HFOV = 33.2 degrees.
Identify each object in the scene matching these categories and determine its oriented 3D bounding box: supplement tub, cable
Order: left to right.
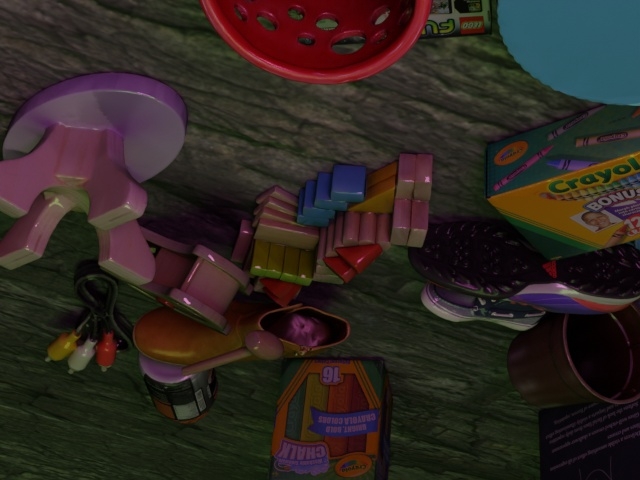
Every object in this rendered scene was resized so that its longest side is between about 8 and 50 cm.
[{"bbox_3d":[-0.345,0.135,1.693,0.140,0.072,0.287,10,149,-18],"label":"cable"},{"bbox_3d":[-0.232,0.225,1.780,0.117,0.117,0.190,4,149,3],"label":"supplement tub"}]

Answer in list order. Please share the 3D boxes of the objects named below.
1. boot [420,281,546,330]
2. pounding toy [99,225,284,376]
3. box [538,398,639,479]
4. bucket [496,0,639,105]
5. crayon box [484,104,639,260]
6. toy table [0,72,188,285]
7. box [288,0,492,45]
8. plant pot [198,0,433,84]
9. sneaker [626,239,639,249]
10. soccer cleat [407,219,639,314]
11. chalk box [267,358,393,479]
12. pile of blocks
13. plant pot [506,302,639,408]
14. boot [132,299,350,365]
[{"bbox_3d":[0.241,0.072,1.512,0.190,0.069,0.086,9,142,-21],"label":"boot"},{"bbox_3d":[-0.186,0.086,1.418,0.270,0.154,0.154,23,168,28],"label":"pounding toy"},{"bbox_3d":[0.526,0.436,1.733,0.212,0.395,0.293,20,146,-21],"label":"box"},{"bbox_3d":[0.259,-0.252,0.856,0.281,0.183,0.281,4,149,3],"label":"bucket"},{"bbox_3d":[0.348,-0.077,1.224,0.278,0.081,0.165,-17,142,33],"label":"crayon box"},{"bbox_3d":[-0.284,-0.069,1.268,0.252,0.160,0.274,26,144,-29],"label":"toy table"},{"bbox_3d":[0.060,-0.243,1.044,0.207,0.036,0.114,-1,148,11],"label":"box"},{"bbox_3d":[0.003,-0.253,0.886,0.191,0.174,0.191,5,137,5],"label":"plant pot"},{"bbox_3d":[0.423,-0.006,1.350,0.144,0.059,0.053,-3,150,17],"label":"sneaker"},{"bbox_3d":[0.268,0.049,1.428,0.318,0.108,0.116,6,153,-4],"label":"soccer cleat"},{"bbox_3d":[0.020,0.364,1.798,0.180,0.289,0.179,-1,148,10],"label":"chalk box"},{"bbox_3d":[0.000,0.000,1.378,0.149,0.112,0.362,26,143,-30],"label":"pile of blocks"},{"bbox_3d":[0.369,0.171,1.563,0.167,0.167,0.165,19,153,-21],"label":"plant pot"},{"bbox_3d":[-0.118,0.126,1.564,0.295,0.104,0.211,1,171,-14],"label":"boot"}]
